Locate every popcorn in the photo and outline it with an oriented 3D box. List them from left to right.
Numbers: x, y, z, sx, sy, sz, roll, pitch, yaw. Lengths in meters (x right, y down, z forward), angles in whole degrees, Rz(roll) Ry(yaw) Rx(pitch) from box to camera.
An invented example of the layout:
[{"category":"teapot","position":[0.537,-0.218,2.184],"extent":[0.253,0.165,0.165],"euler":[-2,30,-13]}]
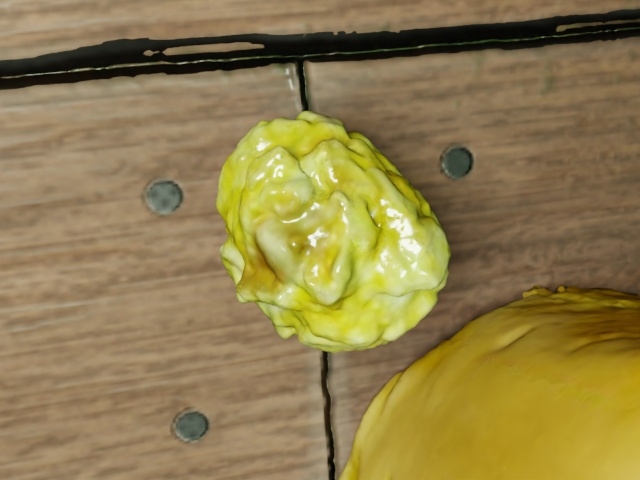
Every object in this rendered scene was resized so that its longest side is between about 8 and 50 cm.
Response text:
[{"category":"popcorn","position":[0.000,0.000,0.404],"extent":[0.106,0.116,0.120],"euler":[-40,111,16]}]

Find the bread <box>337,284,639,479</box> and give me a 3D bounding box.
[{"category":"bread","position":[0.225,0.155,0.376],"extent":[0.361,0.394,0.250],"euler":[12,85,-14]}]
